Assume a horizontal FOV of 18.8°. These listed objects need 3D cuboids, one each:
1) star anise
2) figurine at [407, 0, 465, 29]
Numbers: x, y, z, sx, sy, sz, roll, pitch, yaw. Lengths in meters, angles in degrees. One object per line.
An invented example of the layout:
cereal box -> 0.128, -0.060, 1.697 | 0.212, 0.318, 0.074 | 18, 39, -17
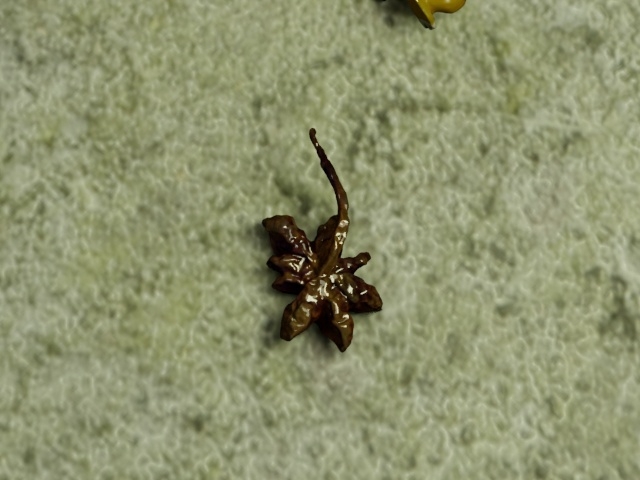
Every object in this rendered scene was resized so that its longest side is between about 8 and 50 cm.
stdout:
star anise -> 0.000, 0.000, 1.631 | 0.097, 0.070, 0.191 | -8, 73, -12
figurine -> 0.126, -0.280, 1.713 | 0.176, 0.122, 0.121 | -31, 44, -27
